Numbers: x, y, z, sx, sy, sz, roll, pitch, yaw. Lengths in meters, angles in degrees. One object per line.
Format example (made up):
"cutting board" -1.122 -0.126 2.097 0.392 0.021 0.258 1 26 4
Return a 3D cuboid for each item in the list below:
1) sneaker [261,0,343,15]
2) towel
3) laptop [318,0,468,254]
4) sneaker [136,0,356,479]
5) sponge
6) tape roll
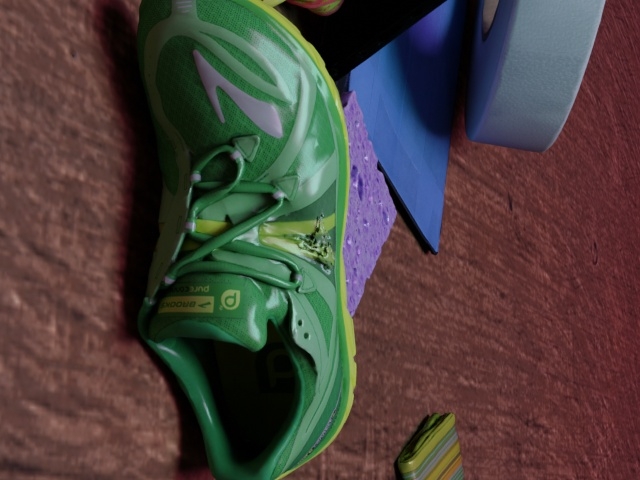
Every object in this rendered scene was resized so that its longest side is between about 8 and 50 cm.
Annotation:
"sneaker" -0.005 -0.186 0.889 0.208 0.082 0.094 -56 143 -52
"towel" 0.103 0.273 1.148 0.102 0.021 0.237 -33 117 -58
"laptop" 0.147 -0.256 1.070 0.236 0.408 0.381 24 58 -26
"sneaker" -0.040 0.003 0.738 0.123 0.110 0.295 -50 132 -63
"sponge" 0.000 0.000 0.930 0.210 0.031 0.117 -66 144 -48
"tape roll" 0.195 -0.271 1.174 0.392 0.072 0.391 -171 -90 -89
